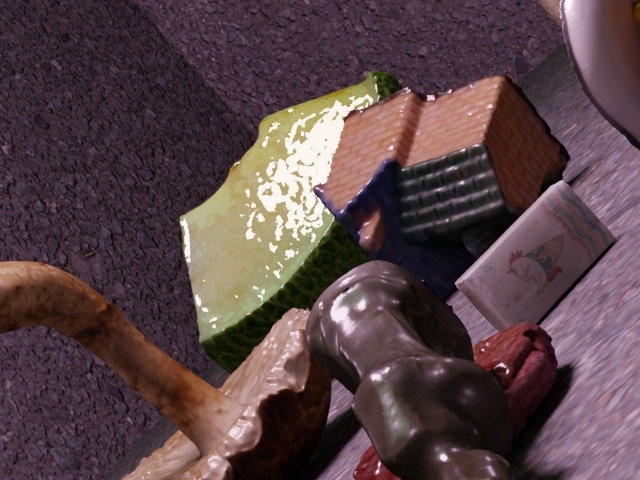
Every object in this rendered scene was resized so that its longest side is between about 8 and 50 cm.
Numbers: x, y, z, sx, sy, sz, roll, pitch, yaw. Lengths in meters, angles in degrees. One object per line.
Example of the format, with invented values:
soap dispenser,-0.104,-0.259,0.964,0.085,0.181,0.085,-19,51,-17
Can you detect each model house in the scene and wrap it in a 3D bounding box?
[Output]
model house,0.107,-0.032,1.569,0.183,0.166,0.172,-22,29,35

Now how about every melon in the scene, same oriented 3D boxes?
melon,0.000,0.000,1.849,0.331,0.226,0.343,-65,-29,-4

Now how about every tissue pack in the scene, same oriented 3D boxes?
tissue pack,0.140,0.013,1.141,0.108,0.056,0.023,-44,1,-28

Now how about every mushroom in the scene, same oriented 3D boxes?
mushroom,-0.108,0.089,1.331,0.208,0.302,0.233,-3,37,27

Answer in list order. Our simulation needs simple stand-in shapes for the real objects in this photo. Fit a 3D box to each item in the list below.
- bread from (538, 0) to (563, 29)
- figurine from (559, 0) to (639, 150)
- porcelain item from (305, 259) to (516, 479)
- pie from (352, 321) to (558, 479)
bread,0.343,-0.274,2.000,0.148,0.141,0.134,-40,4,35
figurine,0.276,-0.150,1.167,0.141,0.167,0.250,-16,6,35
porcelain item,0.048,0.078,0.799,0.069,0.081,0.216,-42,20,6
pie,0.069,0.102,0.935,0.153,0.038,0.153,-44,4,4
